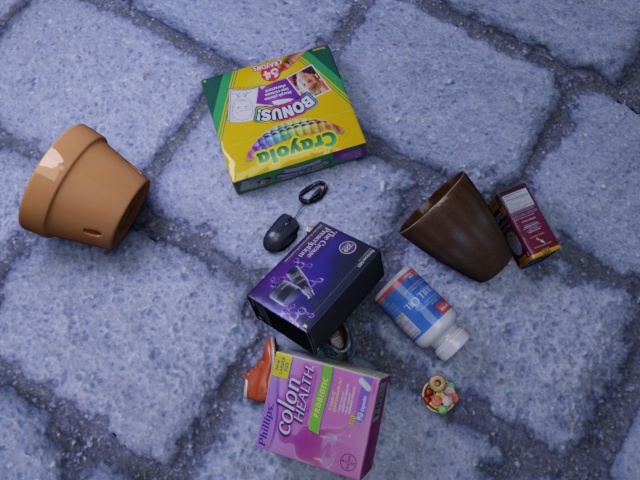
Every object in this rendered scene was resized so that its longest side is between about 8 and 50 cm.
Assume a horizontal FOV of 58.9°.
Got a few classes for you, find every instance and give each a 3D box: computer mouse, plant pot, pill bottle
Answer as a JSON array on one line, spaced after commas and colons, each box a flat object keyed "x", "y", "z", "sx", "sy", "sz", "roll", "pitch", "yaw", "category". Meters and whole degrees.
[{"x": -0.064, "y": -0.067, "z": 1.478, "sx": 0.071, "sy": 0.041, "sz": 0.242, "roll": 34, "pitch": 75, "yaw": 11, "category": "computer mouse"}, {"x": -0.556, "y": -0.110, "z": 1.388, "sx": 0.204, "sy": 0.291, "sz": 0.290, "roll": 28, "pitch": 74, "yaw": -9, "category": "plant pot"}, {"x": 0.246, "y": 0.177, "z": 1.355, "sx": 0.124, "sy": 0.124, "sz": 0.221, "roll": -43, "pitch": 77, "yaw": -12, "category": "pill bottle"}, {"x": 0.349, "y": -0.013, "z": 1.388, "sx": 0.230, "sy": 0.215, "sz": 0.215, "roll": 46, "pitch": 78, "yaw": -2, "category": "plant pot"}]

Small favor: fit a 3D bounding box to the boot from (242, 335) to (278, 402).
[{"x": -0.142, "y": 0.306, "z": 1.353, "sx": 0.085, "sy": 0.059, "sz": 0.157, "roll": 4, "pitch": 74, "yaw": 7, "category": "boot"}]

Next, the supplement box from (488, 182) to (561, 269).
[{"x": 0.509, "y": -0.035, "z": 1.431, "sx": 0.081, "sy": 0.104, "sz": 0.188, "roll": -22, "pitch": 73, "yaw": -6, "category": "supplement box"}]

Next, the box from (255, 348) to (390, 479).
[{"x": 0.008, "y": 0.373, "z": 1.249, "sx": 0.243, "sy": 0.117, "sz": 0.213, "roll": 12, "pitch": 86, "yaw": 20, "category": "box"}]

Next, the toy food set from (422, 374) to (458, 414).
[{"x": 0.284, "y": 0.368, "z": 1.348, "sx": 0.083, "sy": 0.020, "sz": 0.083, "roll": 34, "pitch": 75, "yaw": 10, "category": "toy food set"}]

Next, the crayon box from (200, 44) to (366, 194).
[{"x": -0.100, "y": -0.327, "z": 1.525, "sx": 0.363, "sy": 0.106, "sz": 0.313, "roll": -18, "pitch": 73, "yaw": -5, "category": "crayon box"}]

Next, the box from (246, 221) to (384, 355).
[{"x": -0.006, "y": 0.101, "z": 1.288, "sx": 0.184, "sy": 0.103, "sz": 0.261, "roll": 28, "pitch": 60, "yaw": 30, "category": "box"}]

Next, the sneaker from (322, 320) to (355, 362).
[{"x": 0.012, "y": 0.166, "z": 1.359, "sx": 0.104, "sy": 0.125, "sz": 0.261, "roll": -28, "pitch": 75, "yaw": -9, "category": "sneaker"}]

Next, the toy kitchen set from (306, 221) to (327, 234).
[{"x": 0.000, "y": 0.000, "z": 1.441, "sx": 0.083, "sy": 0.068, "sz": 0.075, "roll": 12, "pitch": 73, "yaw": 4, "category": "toy kitchen set"}]
